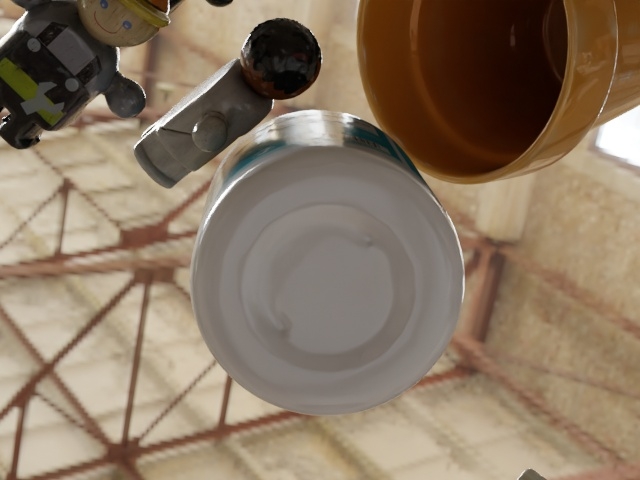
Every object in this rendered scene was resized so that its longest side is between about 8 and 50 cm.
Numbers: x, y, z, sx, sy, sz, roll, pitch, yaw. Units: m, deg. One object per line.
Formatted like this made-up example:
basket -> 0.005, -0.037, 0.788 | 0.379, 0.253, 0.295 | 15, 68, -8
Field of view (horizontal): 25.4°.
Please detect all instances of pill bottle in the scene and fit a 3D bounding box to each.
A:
pill bottle -> 0.000, 0.000, 0.853 | 0.146, 0.146, 0.264 | 10, -170, -3

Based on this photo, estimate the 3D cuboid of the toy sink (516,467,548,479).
toy sink -> 0.133, 0.300, 1.012 | 0.131, 0.234, 0.153 | 34, 173, 25

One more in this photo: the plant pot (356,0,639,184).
plant pot -> 0.163, -0.153, 1.063 | 0.188, 0.205, 0.205 | -11, -150, -42

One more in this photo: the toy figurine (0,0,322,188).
toy figurine -> -0.109, -0.152, 0.838 | 0.213, 0.148, 0.209 | 19, -137, -49
